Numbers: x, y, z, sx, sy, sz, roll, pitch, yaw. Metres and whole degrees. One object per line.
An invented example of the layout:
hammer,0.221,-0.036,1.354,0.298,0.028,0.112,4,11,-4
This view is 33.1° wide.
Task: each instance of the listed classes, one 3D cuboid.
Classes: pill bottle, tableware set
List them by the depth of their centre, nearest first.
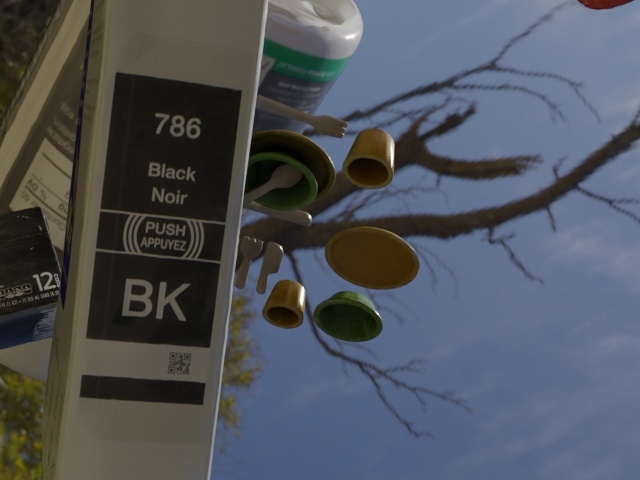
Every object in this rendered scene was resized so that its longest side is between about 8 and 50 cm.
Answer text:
tableware set,0.000,0.000,0.521,0.104,0.154,0.024,17,-129,-2
pill bottle,-0.142,-0.071,0.834,0.361,0.204,0.204,-55,-157,25

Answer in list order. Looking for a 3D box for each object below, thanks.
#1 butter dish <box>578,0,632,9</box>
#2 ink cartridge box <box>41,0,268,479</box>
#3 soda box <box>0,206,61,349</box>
butter dish,0.139,-0.171,0.346,0.160,0.160,0.118,-25,-164,5
ink cartridge box,-0.069,-0.058,0.447,0.065,0.332,0.165,5,-173,-15
soda box,-0.217,0.034,0.541,0.169,0.053,0.060,-13,-112,-25
